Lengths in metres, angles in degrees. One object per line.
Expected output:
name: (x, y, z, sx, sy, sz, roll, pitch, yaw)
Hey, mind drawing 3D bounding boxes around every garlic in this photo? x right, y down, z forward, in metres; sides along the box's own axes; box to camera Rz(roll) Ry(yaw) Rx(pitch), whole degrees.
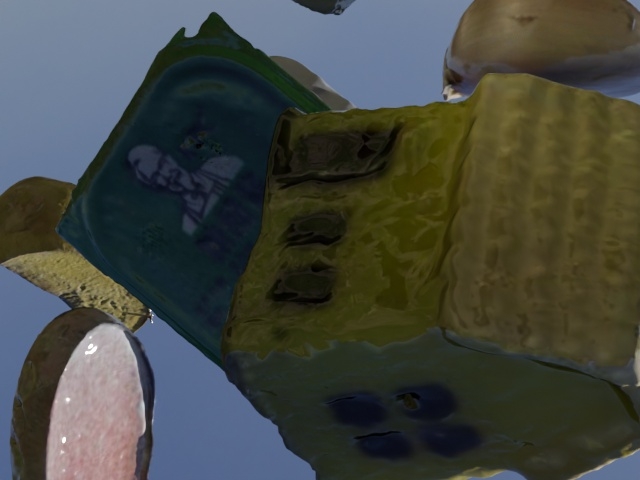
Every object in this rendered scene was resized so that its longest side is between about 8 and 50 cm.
garlic: (0.233, -0.161, 1.218, 0.267, 0.128, 0.148, 12, -166, 16)

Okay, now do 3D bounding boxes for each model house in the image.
model house: (0.093, 0.029, 0.764, 0.234, 0.174, 0.193, -5, -134, 22)

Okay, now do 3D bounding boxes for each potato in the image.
potato: (-0.266, 0.003, 1.571, 0.098, 0.243, 0.138, -23, -124, 16)

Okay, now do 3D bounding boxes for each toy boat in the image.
toy boat: (-0.230, 0.174, 1.307, 0.085, 0.227, 0.155, 5, -177, 37)

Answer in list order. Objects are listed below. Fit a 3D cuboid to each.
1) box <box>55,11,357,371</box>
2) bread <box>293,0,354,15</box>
box: (0.000, 0.000, 1.043, 0.264, 0.337, 0.106, -49, -179, 40)
bread: (0.009, -0.204, 0.676, 0.141, 0.134, 0.148, -42, -126, 24)
